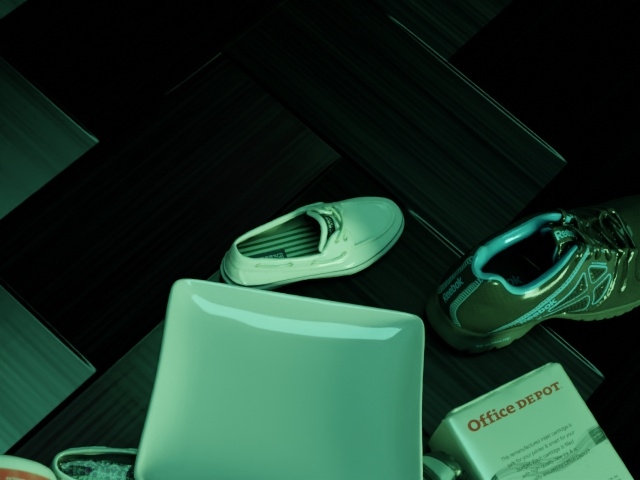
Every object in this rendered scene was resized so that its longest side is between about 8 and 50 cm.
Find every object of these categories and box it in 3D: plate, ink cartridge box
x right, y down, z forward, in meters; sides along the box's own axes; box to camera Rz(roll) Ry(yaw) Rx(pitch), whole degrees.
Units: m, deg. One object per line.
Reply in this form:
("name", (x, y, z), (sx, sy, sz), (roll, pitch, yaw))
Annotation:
("plate", (-0.034, 0.167, 1.417), (0.277, 0.045, 0.278), (9, 44, -3))
("ink cartridge box", (0.229, 0.252, 1.440), (0.153, 0.087, 0.208), (-22, 69, -21))

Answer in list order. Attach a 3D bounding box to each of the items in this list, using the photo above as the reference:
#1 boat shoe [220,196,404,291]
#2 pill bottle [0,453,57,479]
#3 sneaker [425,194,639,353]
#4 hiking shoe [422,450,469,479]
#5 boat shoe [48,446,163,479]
("boat shoe", (0.000, 0.000, 1.537), (0.226, 0.076, 0.083), (-24, 69, -23))
("pill bottle", (-0.307, 0.347, 1.233), (0.161, 0.161, 0.283), (-2, 63, -13))
("sneaker", (0.285, 0.022, 1.548), (0.340, 0.140, 0.125), (-22, 66, -23))
("hiking shoe", (0.138, 0.360, 1.362), (0.132, 0.113, 0.304), (-25, 59, -15))
("boat shoe", (-0.177, 0.234, 1.378), (0.184, 0.063, 0.066), (12, 60, -5))
